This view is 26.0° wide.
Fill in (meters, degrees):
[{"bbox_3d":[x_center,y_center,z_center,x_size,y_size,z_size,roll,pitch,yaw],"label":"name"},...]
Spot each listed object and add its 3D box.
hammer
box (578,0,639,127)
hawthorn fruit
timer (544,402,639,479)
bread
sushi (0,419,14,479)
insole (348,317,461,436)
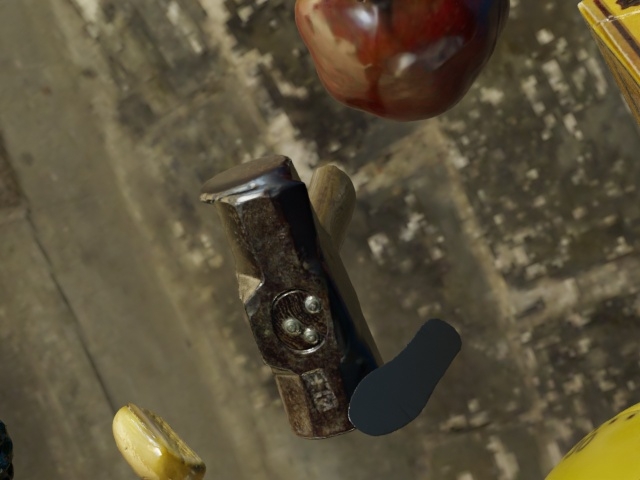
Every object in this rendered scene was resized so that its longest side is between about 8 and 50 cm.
[{"bbox_3d":[0.000,0.000,1.334,0.409,0.095,0.243,-69,140,-70],"label":"hammer"},{"bbox_3d":[0.336,-0.086,1.170,0.193,0.084,0.301,54,10,-35],"label":"box"},{"bbox_3d":[0.072,-0.219,1.308,0.248,0.208,0.208,14,55,-79],"label":"hawthorn fruit"},{"bbox_3d":[0.298,0.226,0.813,0.386,0.376,0.376,-24,88,-27],"label":"timer"},{"bbox_3d":[-0.177,0.225,1.467,0.115,0.056,0.082,39,3,39],"label":"bread"},{"bbox_3d":[-0.453,0.304,1.328,0.294,0.178,0.352,1,100,-56],"label":"sushi"},{"bbox_3d":[0.070,0.110,1.124,0.053,0.002,0.153,39,46,5],"label":"insole"}]
